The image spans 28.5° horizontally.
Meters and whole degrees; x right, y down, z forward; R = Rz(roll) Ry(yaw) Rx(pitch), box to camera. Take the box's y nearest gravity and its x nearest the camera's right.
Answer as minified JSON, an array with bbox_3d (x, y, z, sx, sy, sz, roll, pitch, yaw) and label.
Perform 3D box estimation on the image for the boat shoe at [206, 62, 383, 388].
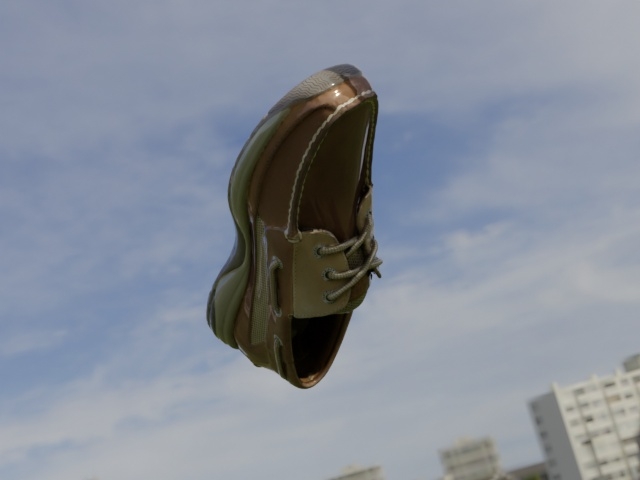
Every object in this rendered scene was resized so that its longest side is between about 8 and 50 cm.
[{"bbox_3d":[0.000,0.000,0.978,0.123,0.116,0.324,-33,-25,-31],"label":"boat shoe"}]
